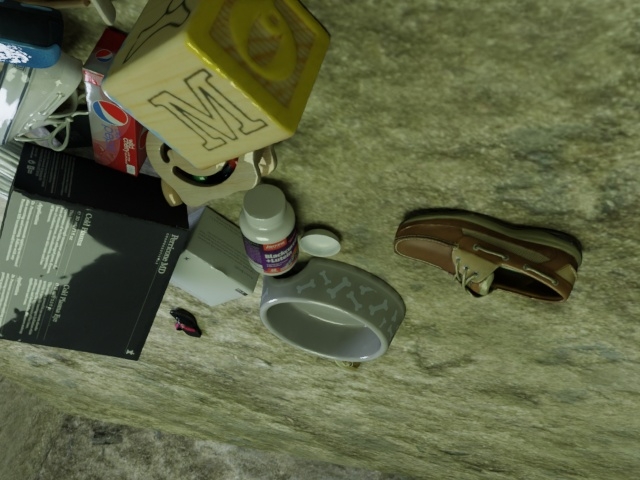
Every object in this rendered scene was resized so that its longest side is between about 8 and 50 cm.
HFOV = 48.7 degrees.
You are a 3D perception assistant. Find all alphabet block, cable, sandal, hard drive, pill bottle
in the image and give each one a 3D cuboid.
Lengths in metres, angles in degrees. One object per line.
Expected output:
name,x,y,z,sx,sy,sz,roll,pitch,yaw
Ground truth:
alphabet block,-0.137,-0.238,0.946,0.197,0.192,0.193,-12,141,43
cable,-0.630,-0.152,1.438,0.257,0.089,0.257,24,158,0
sandal,-0.392,0.253,2.060,0.067,0.040,0.179,9,149,16
hard drive,-0.456,-0.213,1.331,0.135,0.022,0.094,0,146,29
pill bottle,-0.100,-0.022,1.367,0.108,0.108,0.193,13,150,10

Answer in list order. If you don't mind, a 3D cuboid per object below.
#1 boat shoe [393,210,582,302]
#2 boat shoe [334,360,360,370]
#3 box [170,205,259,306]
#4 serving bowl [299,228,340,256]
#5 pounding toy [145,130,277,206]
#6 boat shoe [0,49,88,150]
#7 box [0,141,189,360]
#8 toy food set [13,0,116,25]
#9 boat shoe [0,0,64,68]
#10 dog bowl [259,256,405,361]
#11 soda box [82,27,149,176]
boat shoe,0.286,0.035,1.236,0.324,0.120,0.122,8,149,17
boat shoe,0.062,0.296,1.869,0.048,0.056,0.153,-8,134,45
box,-0.244,0.040,1.541,0.181,0.119,0.182,35,146,-27
serving bowl,0.000,0.000,1.425,0.083,0.027,0.083,5,148,3
pounding toy,-0.189,-0.161,1.226,0.269,0.155,0.154,-14,109,30
boat shoe,-0.466,-0.235,1.200,0.156,0.136,0.367,15,161,-28
box,-0.459,0.033,1.369,0.312,0.179,0.343,15,119,-23
toy food set,-0.458,-0.382,0.977,0.306,0.092,0.220,5,148,22
boat shoe,-0.486,-0.307,0.976,0.258,0.089,0.109,14,163,-15
dog bowl,0.018,0.171,1.635,0.348,0.102,0.349,13,151,8
soda box,-0.328,-0.221,1.176,0.083,0.092,0.263,20,151,-3
